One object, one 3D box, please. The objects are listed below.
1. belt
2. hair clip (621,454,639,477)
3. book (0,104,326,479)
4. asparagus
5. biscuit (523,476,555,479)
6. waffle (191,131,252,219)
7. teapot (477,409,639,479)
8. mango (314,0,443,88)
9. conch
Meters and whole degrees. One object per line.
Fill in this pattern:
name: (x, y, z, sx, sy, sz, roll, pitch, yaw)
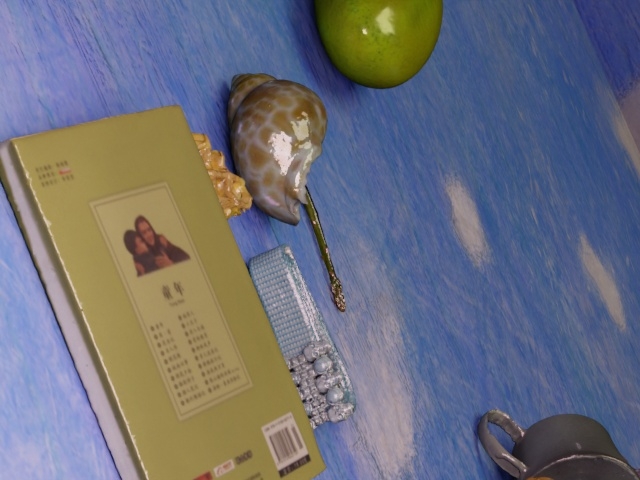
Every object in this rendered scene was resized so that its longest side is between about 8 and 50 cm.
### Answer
belt: (-0.022, 0.094, 1.691, 0.179, 0.065, 0.100, 66, 12, 2)
hair clip: (0.458, 0.371, 2.547, 0.292, 0.084, 0.106, 39, 16, -43)
book: (-0.122, 0.065, 1.448, 0.239, 0.035, 0.352, -20, 86, -56)
asparagus: (0.000, 0.000, 1.900, 0.013, 0.016, 0.166, 131, -58, -66)
biscuit: (0.189, 0.309, 1.656, 0.197, 0.301, 0.049, -83, 161, -46)
waffle: (-0.108, -0.008, 1.594, 0.149, 0.051, 0.194, 50, 28, -33)
teapot: (0.296, 0.276, 2.161, 0.239, 0.162, 0.149, 23, 29, -19)
mango: (0.072, -0.285, 2.184, 0.273, 0.149, 0.185, -83, 151, -43)
conch: (-0.046, -0.100, 1.778, 0.116, 0.106, 0.173, 72, 19, -77)
